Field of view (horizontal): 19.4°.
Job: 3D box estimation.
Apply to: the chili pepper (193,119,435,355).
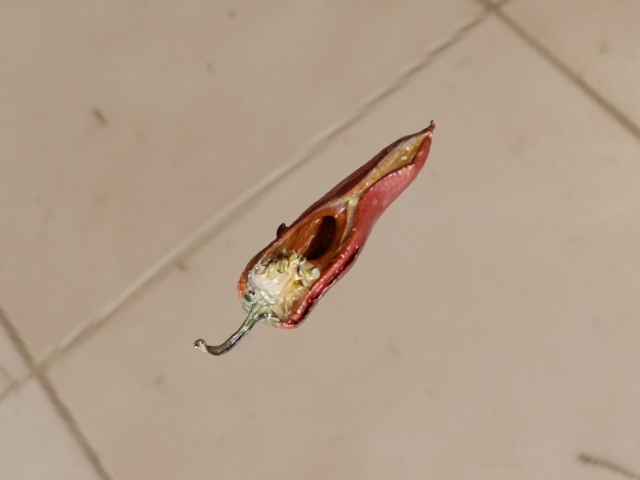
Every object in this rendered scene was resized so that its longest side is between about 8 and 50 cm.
[{"bbox_3d":[0.000,0.000,1.330,0.268,0.059,0.050,-48,4,-33],"label":"chili pepper"}]
